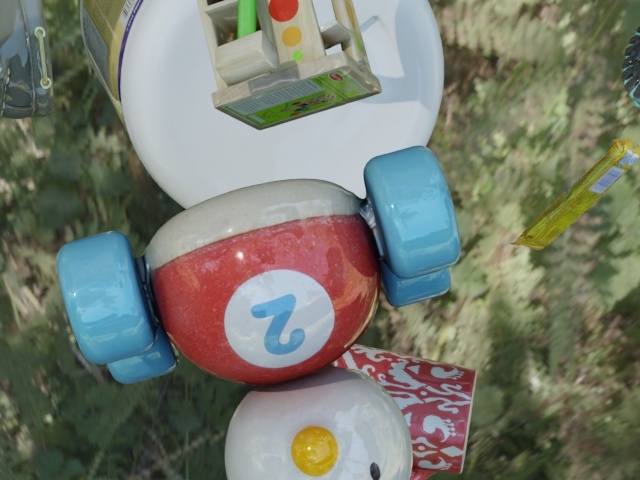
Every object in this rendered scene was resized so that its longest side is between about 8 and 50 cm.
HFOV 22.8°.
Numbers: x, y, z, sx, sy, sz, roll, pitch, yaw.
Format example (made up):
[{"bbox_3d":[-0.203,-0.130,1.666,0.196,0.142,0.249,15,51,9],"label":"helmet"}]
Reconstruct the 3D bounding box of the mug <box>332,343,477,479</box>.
[{"bbox_3d":[0.044,0.158,1.378,0.169,0.150,0.113,8,30,7],"label":"mug"}]

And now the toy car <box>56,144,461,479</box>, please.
[{"bbox_3d":[-0.010,0.096,0.928,0.219,0.210,0.237,-16,79,-2],"label":"toy car"}]

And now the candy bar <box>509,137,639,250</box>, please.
[{"bbox_3d":[0.249,-0.041,1.533,0.040,0.161,0.018,15,40,-38],"label":"candy bar"}]

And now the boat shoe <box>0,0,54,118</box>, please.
[{"bbox_3d":[-0.315,-0.260,1.599,0.091,0.109,0.305,6,66,-23],"label":"boat shoe"}]

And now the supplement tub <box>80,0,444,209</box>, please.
[{"bbox_3d":[-0.061,-0.165,1.267,0.241,0.331,0.241,-6,113,-14],"label":"supplement tub"}]

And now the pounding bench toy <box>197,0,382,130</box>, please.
[{"bbox_3d":[-0.019,-0.084,0.579,0.052,0.083,0.065,-16,80,15],"label":"pounding bench toy"}]

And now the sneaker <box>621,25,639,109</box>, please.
[{"bbox_3d":[0.338,-0.186,1.335,0.122,0.110,0.283,48,57,-32],"label":"sneaker"}]
